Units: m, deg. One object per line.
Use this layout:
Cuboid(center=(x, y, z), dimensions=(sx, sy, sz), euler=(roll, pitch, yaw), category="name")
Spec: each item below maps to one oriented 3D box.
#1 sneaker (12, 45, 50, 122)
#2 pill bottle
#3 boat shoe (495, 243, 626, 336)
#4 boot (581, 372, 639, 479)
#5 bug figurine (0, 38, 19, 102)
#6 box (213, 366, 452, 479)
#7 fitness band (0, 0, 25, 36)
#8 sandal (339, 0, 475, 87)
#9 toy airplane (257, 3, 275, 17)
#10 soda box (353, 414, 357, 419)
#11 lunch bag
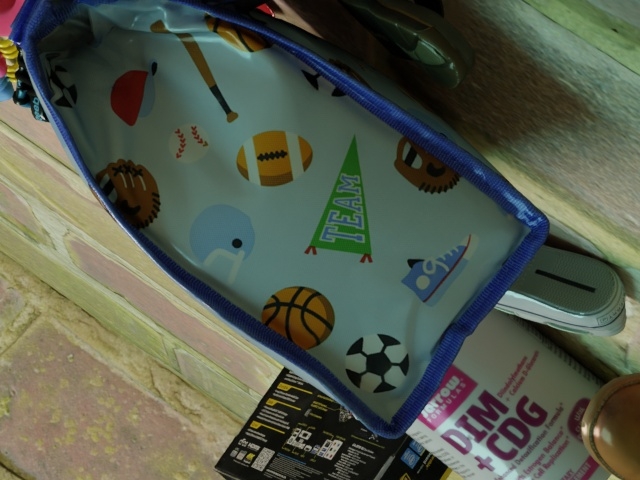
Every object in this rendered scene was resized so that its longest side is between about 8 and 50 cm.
Cuboid(center=(-0.236, -0.185, 1.808), dimensions=(0.125, 0.140, 0.341), euler=(28, 162, 41), category="sneaker")
Cuboid(center=(0.153, 0.142, 1.876), dimensions=(0.283, 0.160, 0.160), euler=(38, 166, -5), category="pill bottle")
Cuboid(center=(0.161, 0.032, 1.662), dimensions=(0.226, 0.083, 0.076), euler=(28, 162, 30), category="boat shoe")
Cuboid(center=(0.370, 0.231, 1.657), dimensions=(0.283, 0.109, 0.220), euler=(39, -179, -30), category="boot")
Cuboid(center=(-0.322, -0.167, 2.213), dimensions=(0.279, 0.072, 0.216), euler=(32, 165, 21), category="bug figurine")
Cuboid(center=(0.043, 0.202, 2.146), dimensions=(0.079, 0.257, 0.322), euler=(44, 164, -26), category="box")
Cuboid(center=(-0.316, -0.305, 1.626), dimensions=(0.209, 0.054, 0.291), euler=(16, 138, 40), category="fitness band")
Cuboid(center=(0.052, -0.168, 1.309), dimensions=(0.090, 0.060, 0.219), euler=(42, 180, -29), category="sandal")
Cuboid(center=(-0.083, -0.189, 1.654), dimensions=(0.151, 0.028, 0.151), euler=(36, 167, 10), category="toy airplane")
Cuboid(center=(0.038, 0.108, 2.045), dimensions=(0.074, 0.069, 0.216), euler=(14, -155, -33), category="soda box")
Cuboid(center=(-0.057, -0.075, 1.439), dimensions=(0.385, 0.239, 0.328), euler=(34, -178, -11), category="lunch bag")
